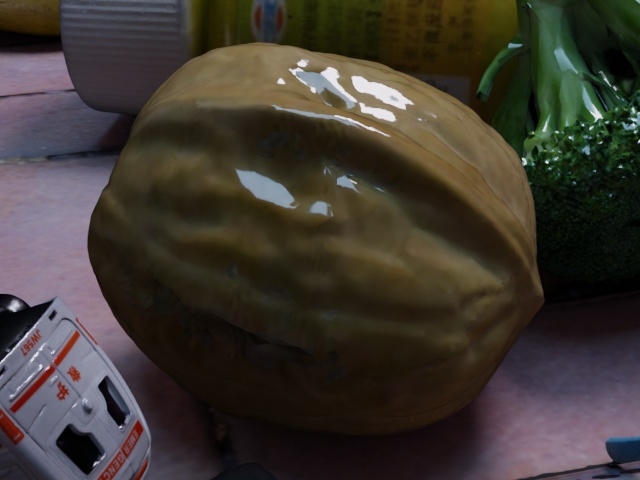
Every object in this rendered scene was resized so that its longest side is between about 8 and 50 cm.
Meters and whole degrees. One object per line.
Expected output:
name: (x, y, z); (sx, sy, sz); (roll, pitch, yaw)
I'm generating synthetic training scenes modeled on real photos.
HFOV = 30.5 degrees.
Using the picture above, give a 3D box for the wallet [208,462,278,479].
wallet: (-0.070, 0.182, 0.503); (0.229, 0.049, 0.182); (-20, 32, -35)

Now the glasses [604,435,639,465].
glasses: (0.197, 0.164, 0.547); (0.189, 0.088, 0.220); (-25, 17, -36)

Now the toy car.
toy car: (-0.185, 0.112, 0.579); (0.209, 0.108, 0.089); (-26, 20, 30)

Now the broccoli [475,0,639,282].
broccoli: (0.203, -0.087, 0.792); (0.261, 0.241, 0.269); (-22, 18, 31)

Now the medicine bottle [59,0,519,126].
medicine bottle: (-0.010, -0.192, 1.015); (0.384, 0.224, 0.224); (4, 29, 10)

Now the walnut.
walnut: (0.000, 0.000, 0.673); (0.261, 0.225, 0.225); (13, 31, 14)

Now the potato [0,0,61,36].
potato: (-0.374, -0.306, 1.318); (0.300, 0.140, 0.173); (12, 35, 15)
